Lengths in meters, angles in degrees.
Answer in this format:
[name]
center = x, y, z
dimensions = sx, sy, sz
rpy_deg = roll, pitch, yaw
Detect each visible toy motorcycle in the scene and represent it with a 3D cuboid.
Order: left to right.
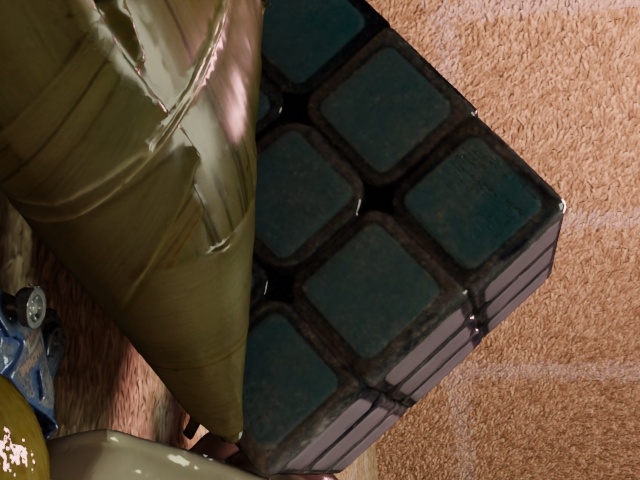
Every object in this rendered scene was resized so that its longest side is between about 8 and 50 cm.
[toy motorcycle]
center = -0.212, 0.084, 0.653
dimensions = 0.205, 0.076, 0.114
rpy_deg = 53, 44, -73

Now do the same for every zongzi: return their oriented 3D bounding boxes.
[zongzi]
center = -0.090, -0.141, 0.756
dimensions = 0.418, 0.181, 0.447
rpy_deg = 63, 35, -32

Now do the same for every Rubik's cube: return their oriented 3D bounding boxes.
[Rubik's cube]
center = 0.000, 0.000, 0.909
dimensions = 0.305, 0.301, 0.304
rpy_deg = 46, -2, 17

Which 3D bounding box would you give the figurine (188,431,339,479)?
[figurine]
center = -0.079, 0.239, 1.110
dimensions = 0.248, 0.203, 0.380
rpy_deg = 101, -17, -50

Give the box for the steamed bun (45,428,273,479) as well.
[steamed bun]
center = -0.116, 0.243, 0.731
dimensions = 0.242, 0.146, 0.164
rpy_deg = 30, 55, -39

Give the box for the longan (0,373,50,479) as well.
[longan]
center = -0.202, 0.128, 0.480
dimensions = 0.155, 0.145, 0.176
rpy_deg = 7, 98, -38
